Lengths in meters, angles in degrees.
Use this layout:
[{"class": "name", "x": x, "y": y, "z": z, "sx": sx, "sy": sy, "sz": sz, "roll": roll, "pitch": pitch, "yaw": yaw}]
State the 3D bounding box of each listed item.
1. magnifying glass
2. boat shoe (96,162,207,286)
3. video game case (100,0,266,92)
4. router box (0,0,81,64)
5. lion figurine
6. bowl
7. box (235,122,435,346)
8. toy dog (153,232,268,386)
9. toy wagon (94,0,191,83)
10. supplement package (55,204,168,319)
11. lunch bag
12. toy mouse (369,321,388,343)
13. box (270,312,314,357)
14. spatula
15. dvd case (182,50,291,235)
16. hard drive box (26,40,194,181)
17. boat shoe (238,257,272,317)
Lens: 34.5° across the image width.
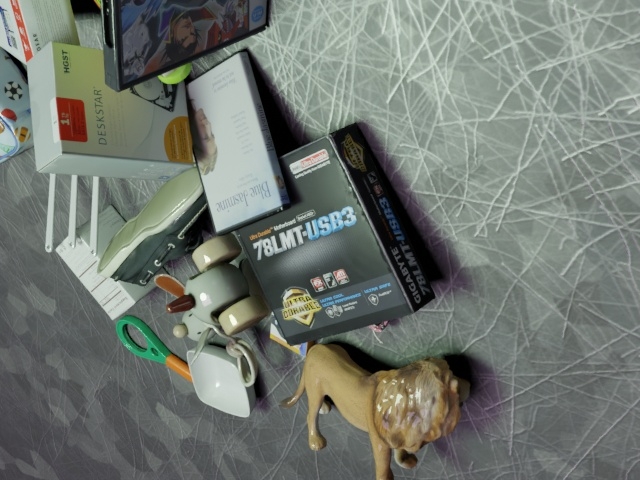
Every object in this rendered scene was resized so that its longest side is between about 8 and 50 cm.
[{"class": "magnifying glass", "x": -0.333, "y": 0.233, "z": 2.142, "sx": 0.231, "sy": 0.026, "sz": 0.092, "roll": 32, "pitch": 136, "yaw": 20}, {"class": "boat shoe", "x": -0.265, "y": -0.013, "z": 1.828, "sx": 0.113, "sy": 0.127, "sz": 0.340, "roll": 32, "pitch": 126, "yaw": -25}, {"class": "video game case", "x": -0.173, "y": -0.351, "z": 1.365, "sx": 0.035, "sy": 0.275, "sz": 0.248, "roll": 35, "pitch": 138, "yaw": 29}, {"class": "router box", "x": -0.509, "y": -0.468, "z": 1.637, "sx": 0.301, "sy": 0.082, "sz": 0.335, "roll": 33, "pitch": 141, "yaw": 47}, {"class": "lion figurine", "x": 0.067, "y": 0.260, "z": 1.736, "sx": 0.392, "sy": 0.142, "sz": 0.240, "roll": 18, "pitch": 124, "yaw": 35}, {"class": "bowl", "x": -0.185, "y": 0.267, "z": 2.017, "sx": 0.142, "sy": 0.053, "sz": 0.142, "roll": 14, "pitch": 129, "yaw": 34}, {"class": "box", "x": 0.000, "y": 0.000, "z": 1.613, "sx": 0.295, "sy": 0.073, "sz": 0.293, "roll": -19, "pitch": 99, "yaw": 46}, {"class": "toy dog", "x": -0.213, "y": 0.128, "z": 1.803, "sx": 0.220, "sy": 0.161, "sz": 0.334, "roll": 54, "pitch": 151, "yaw": 30}, {"class": "toy wagon", "x": -0.312, "y": -0.384, "z": 1.521, "sx": 0.344, "sy": 0.068, "sz": 0.267, "roll": 51, "pitch": 173, "yaw": 29}, {"class": "supplement package", "x": -0.402, "y": 0.043, "z": 1.991, "sx": 0.179, "sy": 0.105, "sz": 0.105, "roll": 51, "pitch": 137, "yaw": -4}, {"class": "lunch bag", "x": -0.668, "y": -0.287, "z": 1.964, "sx": 0.243, "sy": 0.115, "sz": 0.303, "roll": -15, "pitch": 111, "yaw": 48}, {"class": "toy mouse", "x": 0.078, "y": 0.092, "z": 1.675, "sx": 0.161, "sy": 0.031, "sz": 0.143, "roll": 53, "pitch": 139, "yaw": -5}, {"class": "box", "x": -0.047, "y": 0.137, "z": 1.819, "sx": 0.081, "sy": 0.028, "sz": 0.136, "roll": 27, "pitch": 136, "yaw": 23}, {"class": "spatula", "x": -0.457, "y": -0.093, "z": 1.914, "sx": 0.168, "sy": 0.019, "sz": 0.242, "roll": 3, "pitch": 91, "yaw": 33}, {"class": "dvd case", "x": -0.141, "y": -0.147, "z": 1.618, "sx": 0.180, "sy": 0.022, "sz": 0.253, "roll": -20, "pitch": 85, "yaw": 47}, {"class": "hard drive box", "x": -0.325, "y": -0.194, "z": 1.605, "sx": 0.089, "sy": 0.232, "sz": 0.181, "roll": -22, "pitch": 73, "yaw": 47}, {"class": "boat shoe", "x": -0.123, "y": 0.084, "z": 1.833, "sx": 0.038, "sy": 0.046, "sz": 0.125, "roll": 2, "pitch": 130, "yaw": 34}]
